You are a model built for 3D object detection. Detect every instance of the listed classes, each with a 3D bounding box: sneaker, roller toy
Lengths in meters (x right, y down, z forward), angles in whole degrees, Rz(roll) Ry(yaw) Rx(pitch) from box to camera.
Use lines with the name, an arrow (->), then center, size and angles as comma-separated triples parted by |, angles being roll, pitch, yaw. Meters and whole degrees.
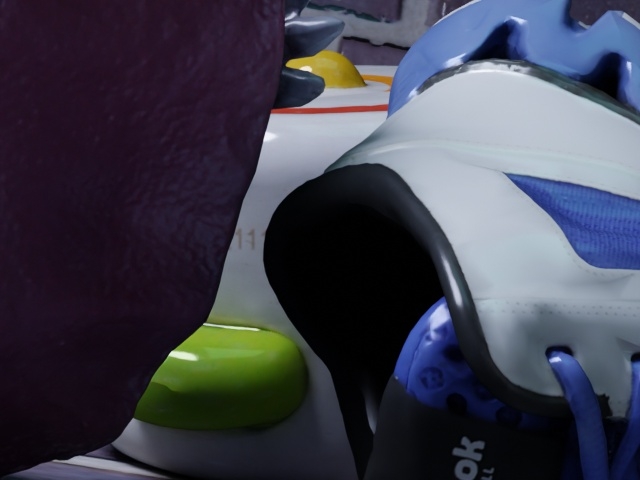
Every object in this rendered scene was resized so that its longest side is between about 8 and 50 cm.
sneaker -> 0.106, 0.056, 0.530 | 0.315, 0.127, 0.182 | 30, 40, 23
roller toy -> 0.000, 0.000, 0.761 | 0.191, 0.146, 0.209 | -4, 12, -15

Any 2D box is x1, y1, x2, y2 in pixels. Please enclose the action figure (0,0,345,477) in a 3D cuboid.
action figure -> -0.183, -0.062, 0.491 | 0.370, 0.248, 0.275 | 13, -3, -42
